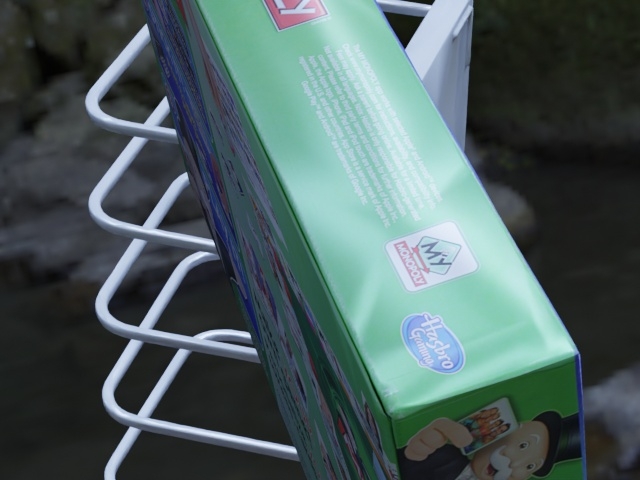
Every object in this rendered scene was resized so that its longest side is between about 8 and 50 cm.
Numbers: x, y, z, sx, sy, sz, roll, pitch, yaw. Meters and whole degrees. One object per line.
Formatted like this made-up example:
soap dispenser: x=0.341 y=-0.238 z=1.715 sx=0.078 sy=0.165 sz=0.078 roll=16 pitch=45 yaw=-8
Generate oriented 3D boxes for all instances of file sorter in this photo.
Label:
file sorter: x=-0.025 y=0.011 z=1.085 sx=0.173 sy=0.277 sz=0.193 roll=11 pitch=35 yaw=14

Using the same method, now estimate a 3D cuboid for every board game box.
board game box: x=0.000 y=0.000 z=0.569 sx=0.046 sy=0.213 sz=0.317 roll=-17 pitch=46 yaw=-7
